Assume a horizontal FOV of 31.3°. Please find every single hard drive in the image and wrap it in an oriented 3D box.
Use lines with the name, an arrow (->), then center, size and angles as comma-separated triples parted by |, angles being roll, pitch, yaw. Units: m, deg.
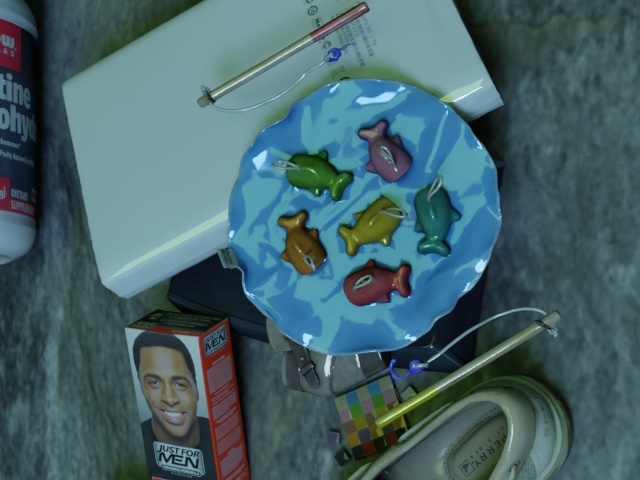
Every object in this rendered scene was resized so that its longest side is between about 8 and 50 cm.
hard drive -> -0.042, -0.110, 0.843 | 0.308, 0.040, 0.203 | -27, 57, 14
hard drive -> 0.000, 0.000, 0.852 | 0.255, 0.054, 0.171 | 9, 89, 30

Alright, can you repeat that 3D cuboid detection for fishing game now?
fishing game -> 0.021, -0.019, 0.740 | 0.189, 0.041, 0.264 | -28, 76, 10

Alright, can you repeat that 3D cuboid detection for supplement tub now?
supplement tub -> -0.341, -0.118, 0.979 | 0.191, 0.191, 0.272 | -6, 82, 29

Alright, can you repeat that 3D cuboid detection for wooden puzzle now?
wooden puzzle -> 0.039, 0.131, 0.843 | 0.083, 0.006, 0.049 | -26, 72, 25

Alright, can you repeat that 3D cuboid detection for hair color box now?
hair color box -> -0.101, 0.127, 0.872 | 0.072, 0.043, 0.141 | 3, 109, 30

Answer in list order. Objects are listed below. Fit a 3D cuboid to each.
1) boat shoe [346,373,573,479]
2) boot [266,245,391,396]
boat shoe -> 0.042, 0.206, 0.779 | 0.302, 0.098, 0.109 | -47, 64, 17
boot -> 0.003, 0.048, 0.790 | 0.087, 0.042, 0.118 | -10, 80, 29
